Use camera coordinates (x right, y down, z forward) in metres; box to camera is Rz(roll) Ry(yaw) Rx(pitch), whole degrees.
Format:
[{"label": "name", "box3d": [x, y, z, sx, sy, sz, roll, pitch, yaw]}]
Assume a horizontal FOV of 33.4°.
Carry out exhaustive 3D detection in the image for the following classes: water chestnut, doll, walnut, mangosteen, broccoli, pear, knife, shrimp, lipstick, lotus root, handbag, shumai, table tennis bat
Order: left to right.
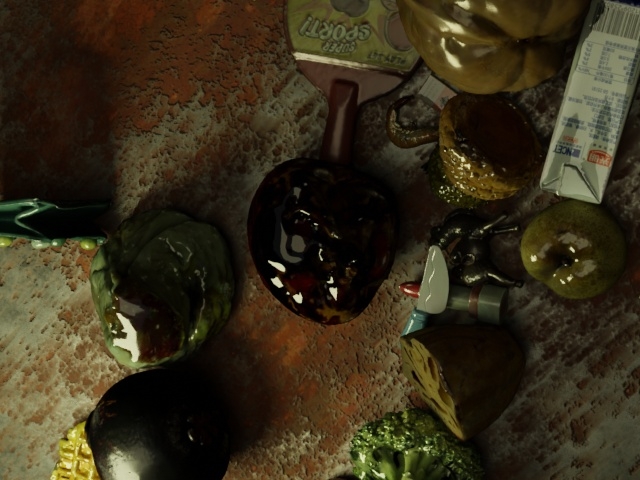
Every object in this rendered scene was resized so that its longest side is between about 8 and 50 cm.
[{"label": "handbag", "box3d": [-0.547, -0.028, 1.951, 0.274, 0.268, 0.100, 0, 93, 15]}, {"label": "shumai", "box3d": [-0.330, 0.108, 1.912, 0.304, 0.263, 0.309, 5, 104, 16]}, {"label": "mangosteen", "box3d": [-0.319, 0.383, 1.983, 0.302, 0.275, 0.275, -24, 94, 38]}, {"label": "water chestnut", "box3d": [0.000, 0.000, 1.783, 0.289, 0.244, 0.289, 5, 103, 21]}, {"label": "table tennis bat", "box3d": [0.057, -0.331, 1.794, 0.268, 0.051, 0.415, 13, 104, 16]}, {"label": "shrimp", "box3d": [0.169, -0.198, 1.796, 0.127, 0.025, 0.091, 3, 102, 21]}, {"label": "broccoli", "box3d": [0.176, 0.398, 1.856, 0.198, 0.176, 0.226, -46, 64, 33]}, {"label": "knife", "box3d": [0.184, 0.108, 1.817, 0.058, 0.032, 0.244, 25, 129, 13]}, {"label": "lipstick", "box3d": [0.225, 0.093, 1.832, 0.186, 0.057, 0.063, 12, 134, 21]}, {"label": "lotus root", "box3d": [0.247, 0.201, 1.779, 0.180, 0.188, 0.199, -29, 132, -10]}, {"label": "doll", "box3d": [0.257, 0.013, 1.793, 0.165, 0.057, 0.139, -3, 87, 33]}, {"label": "walnut", "box3d": [0.248, -0.393, 1.575, 0.306, 0.306, 0.344, -42, 51, 22]}, {"label": "pear", "box3d": [0.408, 0.015, 1.703, 0.167, 0.136, 0.167, 7, 108, 21]}]

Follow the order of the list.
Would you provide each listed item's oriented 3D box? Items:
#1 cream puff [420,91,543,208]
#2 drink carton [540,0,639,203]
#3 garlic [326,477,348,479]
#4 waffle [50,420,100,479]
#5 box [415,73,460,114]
[{"label": "cream puff", "box3d": [0.242, -0.132, 1.728, 0.183, 0.183, 0.169, 48, 140, 3]}, {"label": "drink carton", "box3d": [0.432, -0.222, 1.645, 0.106, 0.130, 0.315, 17, 107, 16]}, {"label": "garlic", "box3d": [0.016, 0.528, 1.989, 0.124, 0.099, 0.175, 10, 111, -3]}, {"label": "waffle", "box3d": [-0.442, 0.494, 2.151, 0.280, 0.060, 0.262, -31, 88, 21]}, {"label": "box", "box3d": [0.205, -0.236, 1.781, 0.083, 0.012, 0.046, 38, 110, 9]}]
